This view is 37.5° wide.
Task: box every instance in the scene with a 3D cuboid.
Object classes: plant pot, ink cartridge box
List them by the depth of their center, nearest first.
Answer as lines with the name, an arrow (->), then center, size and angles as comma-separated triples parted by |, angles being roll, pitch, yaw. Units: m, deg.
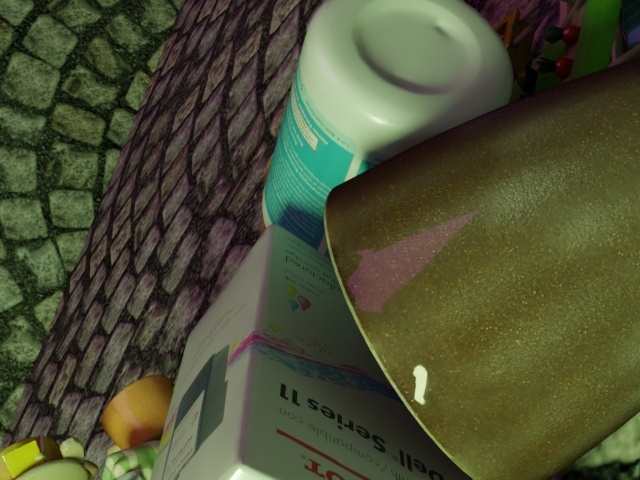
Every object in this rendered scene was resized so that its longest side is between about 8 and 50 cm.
plant pot -> 0.158, -0.004, 0.534 | 0.230, 0.215, 0.215 | -34, 32, 20
ink cartridge box -> 0.013, 0.152, 0.551 | 0.119, 0.207, 0.353 | -51, 15, 20

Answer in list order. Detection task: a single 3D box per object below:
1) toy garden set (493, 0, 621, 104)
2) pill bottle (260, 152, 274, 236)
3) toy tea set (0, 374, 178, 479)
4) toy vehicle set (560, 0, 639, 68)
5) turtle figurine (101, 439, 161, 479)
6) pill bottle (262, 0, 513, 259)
toy garden set -> 0.153, -0.129, 0.738 | 0.244, 0.049, 0.204 | 124, 165, -68
pill bottle -> 0.000, 0.000, 0.928 | 0.121, 0.121, 0.216 | -46, 28, 34
toy tea set -> -0.173, 0.174, 0.877 | 0.124, 0.336, 0.200 | 45, 144, 32
toy vehicle set -> 0.262, -0.235, 0.744 | 0.166, 0.035, 0.267 | -37, 33, 46
turtle figurine -> -0.106, 0.267, 0.762 | 0.266, 0.197, 0.275 | -56, 20, 27
pill bottle -> 0.036, -0.058, 0.727 | 0.264, 0.146, 0.146 | 112, 171, -54
